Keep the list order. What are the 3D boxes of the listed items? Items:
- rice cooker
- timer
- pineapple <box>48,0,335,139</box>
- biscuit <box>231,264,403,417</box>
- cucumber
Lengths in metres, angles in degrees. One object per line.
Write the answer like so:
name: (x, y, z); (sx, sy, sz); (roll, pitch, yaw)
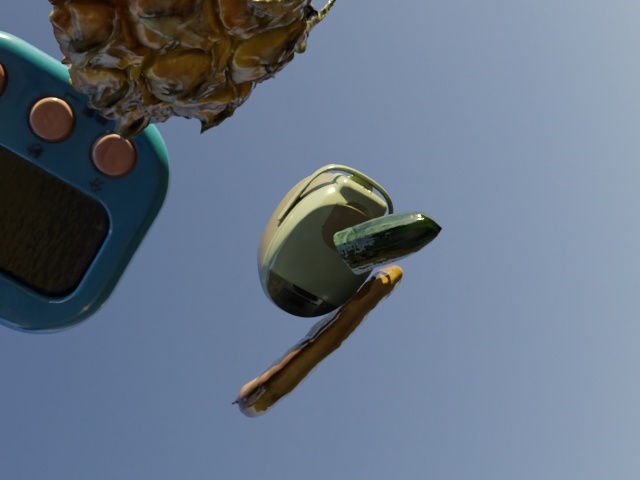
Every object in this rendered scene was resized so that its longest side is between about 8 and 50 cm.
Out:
rice cooker: (0.000, 0.000, 1.202); (0.145, 0.127, 0.206); (30, -86, -24)
timer: (-0.371, -0.070, 1.113); (0.309, 0.340, 0.115); (-60, 8, 0)
pineapple: (-0.081, -0.146, 0.681); (0.334, 0.158, 0.161); (-69, -10, -79)
biscuit: (0.007, 0.126, 1.205); (0.299, 0.154, 0.045); (-41, -92, -17)
cucumber: (0.067, -0.002, 0.889); (0.048, 0.105, 0.048); (46, -146, -43)
